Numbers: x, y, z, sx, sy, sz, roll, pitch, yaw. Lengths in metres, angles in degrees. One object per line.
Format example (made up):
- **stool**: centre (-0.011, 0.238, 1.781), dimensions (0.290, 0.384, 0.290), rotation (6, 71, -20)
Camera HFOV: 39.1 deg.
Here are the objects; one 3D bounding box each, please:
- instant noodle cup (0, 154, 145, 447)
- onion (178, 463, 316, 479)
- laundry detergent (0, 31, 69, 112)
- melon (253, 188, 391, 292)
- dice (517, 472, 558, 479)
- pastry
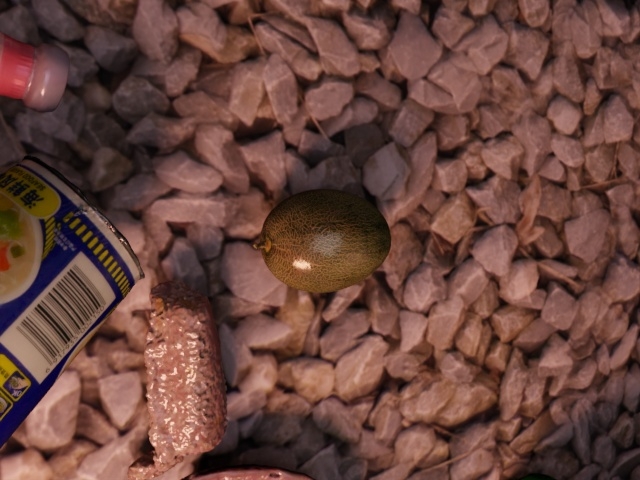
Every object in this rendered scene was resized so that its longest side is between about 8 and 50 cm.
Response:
- **instant noodle cup**: centre (-0.371, 0.077, 0.980), dimensions (0.312, 0.284, 0.284), rotation (-46, 112, -21)
- **onion**: centre (-0.093, 0.419, 1.215), dimensions (0.247, 0.111, 0.250), rotation (0, 86, -24)
- **laundry detergent**: centre (-0.441, -0.218, 0.966), dimensions (0.335, 0.159, 0.088), rotation (13, 63, -30)
- **melon**: centre (0.000, 0.000, 1.188), dimensions (0.192, 0.139, 0.139), rotation (-5, 98, -23)
- **dice**: centre (0.390, 0.542, 1.342), dimensions (0.287, 0.297, 0.300), rotation (28, 85, -27)
- **pastry**: centre (-0.174, 0.186, 1.151), dimensions (0.112, 0.103, 0.265), rotation (11, 101, 15)
